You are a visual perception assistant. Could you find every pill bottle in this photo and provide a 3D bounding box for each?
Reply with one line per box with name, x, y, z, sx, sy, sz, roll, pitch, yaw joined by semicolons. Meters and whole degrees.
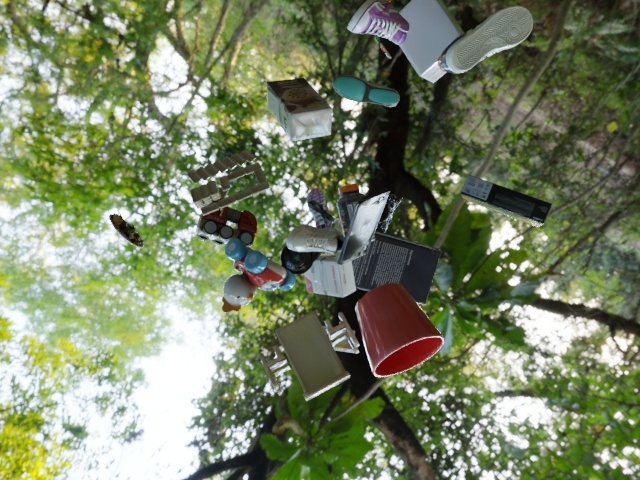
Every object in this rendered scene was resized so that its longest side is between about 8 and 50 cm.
pill bottle;0.139;-0.109;2.115;0.130;0.130;0.246;-15;-87;-60

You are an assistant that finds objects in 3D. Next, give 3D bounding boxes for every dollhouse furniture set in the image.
dollhouse furniture set;-0.020;0.458;1.924;0.257;0.361;0.394;61;172;23

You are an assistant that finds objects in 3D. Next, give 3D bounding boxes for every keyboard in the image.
keyboard;0.157;-0.052;1.642;0.201;0.317;0.033;-21;-121;-28

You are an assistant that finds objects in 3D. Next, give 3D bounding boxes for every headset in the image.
headset;-0.094;0.030;2.061;0.185;0.394;0.243;44;-160;-1

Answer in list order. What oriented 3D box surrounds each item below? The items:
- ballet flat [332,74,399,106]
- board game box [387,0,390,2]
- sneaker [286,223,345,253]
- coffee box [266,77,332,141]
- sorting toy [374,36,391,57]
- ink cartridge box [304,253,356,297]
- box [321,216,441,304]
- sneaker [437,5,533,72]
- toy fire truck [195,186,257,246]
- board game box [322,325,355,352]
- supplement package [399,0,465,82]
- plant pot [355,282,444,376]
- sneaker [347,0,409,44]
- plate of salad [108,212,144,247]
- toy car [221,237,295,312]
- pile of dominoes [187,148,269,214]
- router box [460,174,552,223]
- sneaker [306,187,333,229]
ballet flat;0.203;-0.680;2.350;0.315;0.108;0.106;17;-157;-8
board game box;0.272;-0.906;1.804;0.045;0.193;0.147;44;-133;-25
sneaker;0.000;0.000;1.674;0.232;0.091;0.115;-5;-163;-36
coffee box;-0.089;-0.521;2.021;0.167;0.119;0.297;-14;-137;-19
sorting toy;0.203;-0.629;1.680;0.083;0.012;0.062;52;-163;-9
ink cartridge box;0.035;0.144;2.182;0.092;0.159;0.217;-21;-163;-41
box;0.273;0.089;2.622;0.470;0.298;0.480;13;-176;-14
sneaker;0.547;-0.678;1.744;0.131;0.349;0.148;64;171;-16
toy fire truck;-0.354;-0.101;1.999;0.216;0.247;0.158;18;161;-20
board game box;0.077;0.441;2.292;0.153;0.026;0.104;9;-136;-5
supplement package;0.420;-0.783;1.974;0.145;0.204;0.262;-6;-116;-56
plant pot;0.255;0.299;1.783;0.274;0.275;0.243;9;-135;-41
sneaker;0.208;-0.707;1.687;0.161;0.102;0.282;44;-135;3
plate of salad;-0.842;-0.048;2.253;0.200;0.048;0.200;48;-179;-1
toy car;-0.247;0.154;1.759;0.210;0.238;0.219;27;173;37
pile of dominoes;-0.306;-0.189;1.700;0.040;0.250;0.196;70;177;-59
router box;0.691;-0.146;1.936;0.308;0.081;0.243;24;-174;18
sneaker;0.006;-0.132;2.442;0.104;0.095;0.237;25;-132;-68
